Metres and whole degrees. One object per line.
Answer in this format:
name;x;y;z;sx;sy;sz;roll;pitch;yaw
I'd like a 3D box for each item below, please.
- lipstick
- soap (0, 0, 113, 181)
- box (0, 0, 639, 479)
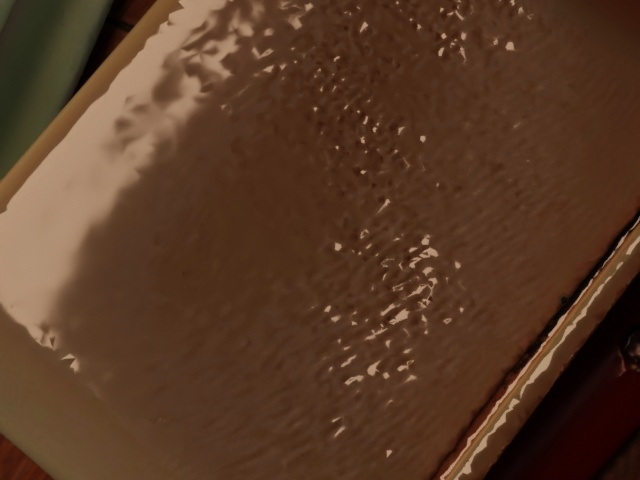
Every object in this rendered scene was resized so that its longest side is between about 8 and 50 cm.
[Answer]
lipstick;0.162;0.051;0.731;0.280;0.073;0.073;-47;57;-7
soap;-0.295;-0.152;0.971;0.261;0.156;0.446;8;66;25
box;0.000;0.000;0.675;0.229;0.239;0.339;39;80;2
